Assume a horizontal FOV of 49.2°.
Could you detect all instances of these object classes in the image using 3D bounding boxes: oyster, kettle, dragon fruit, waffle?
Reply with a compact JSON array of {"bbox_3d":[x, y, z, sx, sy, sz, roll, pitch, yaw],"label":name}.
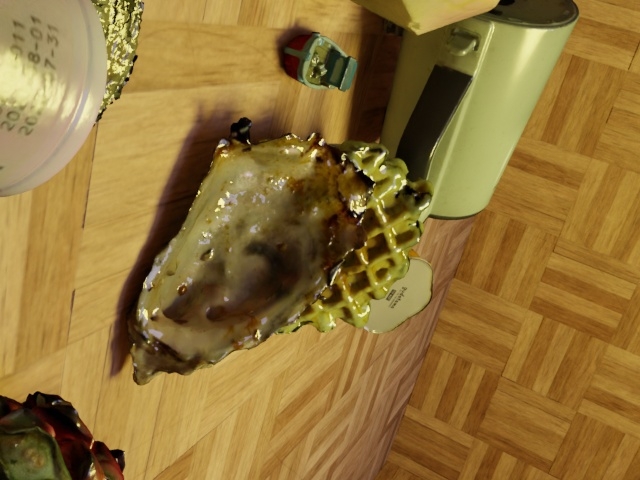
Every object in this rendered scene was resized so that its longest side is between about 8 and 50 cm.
[{"bbox_3d":[-0.087,0.031,0.842,0.361,0.221,0.096,-60,-160,3],"label":"oyster"},{"bbox_3d":[0.211,-0.207,1.119,0.361,0.250,0.377,-56,164,-47],"label":"kettle"},{"bbox_3d":[-0.279,0.254,0.581,0.293,0.234,0.234,-42,178,36],"label":"dragon fruit"},{"bbox_3d":[0.000,0.000,0.971,0.317,0.297,0.073,-67,-152,27],"label":"waffle"}]

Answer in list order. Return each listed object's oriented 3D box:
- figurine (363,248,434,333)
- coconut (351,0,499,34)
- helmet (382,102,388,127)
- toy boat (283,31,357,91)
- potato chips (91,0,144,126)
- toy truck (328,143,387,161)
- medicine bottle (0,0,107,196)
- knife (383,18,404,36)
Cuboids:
[{"bbox_3d":[0.181,0.104,1.780,0.250,0.166,0.141,-49,-152,24],"label":"figurine"},{"bbox_3d":[0.113,-0.368,0.825,0.259,0.259,0.259,-53,157,-35],"label":"coconut"},{"bbox_3d":[0.236,-0.272,1.406,0.257,0.140,0.205,-46,153,-39],"label":"helmet"},{"bbox_3d":[0.003,-0.235,0.932,0.173,0.058,0.069,-9,120,-68],"label":"toy boat"},{"bbox_3d":[-0.198,-0.173,0.529,0.202,0.029,0.220,-19,132,-66],"label":"potato chips"},{"bbox_3d":[0.030,-0.031,1.114,0.155,0.124,0.268,-96,-170,-52],"label":"toy truck"},{"bbox_3d":[-0.232,-0.108,0.310,0.152,0.152,0.254,-68,161,3],"label":"medicine bottle"},{"bbox_3d":[0.123,-0.427,1.062,0.073,0.040,0.265,-51,156,-30],"label":"knife"}]
